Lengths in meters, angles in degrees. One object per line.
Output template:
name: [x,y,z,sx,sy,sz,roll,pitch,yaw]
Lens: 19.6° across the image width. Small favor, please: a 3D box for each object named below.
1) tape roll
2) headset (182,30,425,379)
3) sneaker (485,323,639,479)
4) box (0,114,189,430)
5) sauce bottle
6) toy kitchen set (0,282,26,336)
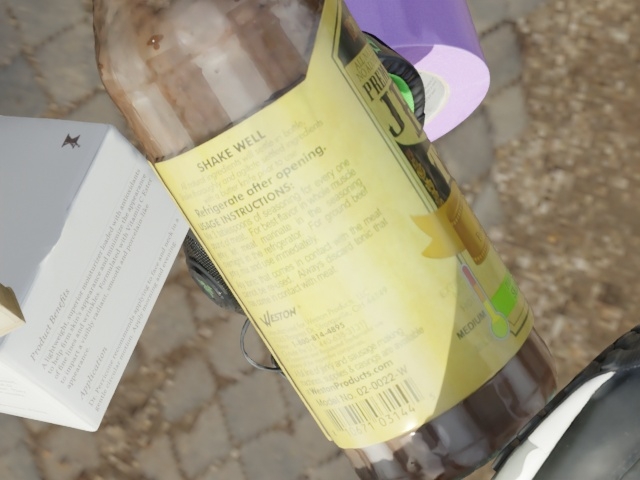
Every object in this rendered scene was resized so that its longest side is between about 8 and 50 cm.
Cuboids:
tape roll: [0.026,-0.162,1.845,0.275,0.275,0.090,0,65,-38]
headset: [0.000,0.000,1.646,0.243,0.185,0.394,-31,149,-31]
sneaker: [0.111,0.164,0.735,0.107,0.124,0.283,-26,144,-51]
box: [-0.214,0.017,1.273,0.119,0.182,0.181,48,58,-47]
sauce bottle: [-0.022,-0.052,0.793,0.111,0.111,0.344,-38,106,-23]
toy kitchen set: [-0.178,0.019,0.828,0.075,0.083,0.068,-27,158,4]
